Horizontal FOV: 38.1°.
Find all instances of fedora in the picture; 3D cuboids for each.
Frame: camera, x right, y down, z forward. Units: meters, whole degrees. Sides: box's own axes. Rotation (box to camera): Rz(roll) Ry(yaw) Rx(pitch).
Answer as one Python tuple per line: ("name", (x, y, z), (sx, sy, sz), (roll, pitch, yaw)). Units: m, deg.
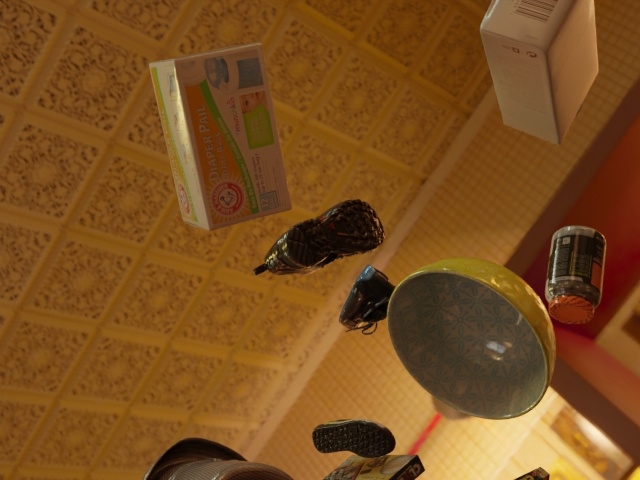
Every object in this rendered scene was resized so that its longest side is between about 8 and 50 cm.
("fedora", (-0.084, 0.336, 1.049), (0.124, 0.244, 0.275), (-24, -46, 31))

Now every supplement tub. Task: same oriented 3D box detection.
("supplement tub", (0.542, 0.074, 1.973), (0.117, 0.117, 0.190), (57, -139, -48))

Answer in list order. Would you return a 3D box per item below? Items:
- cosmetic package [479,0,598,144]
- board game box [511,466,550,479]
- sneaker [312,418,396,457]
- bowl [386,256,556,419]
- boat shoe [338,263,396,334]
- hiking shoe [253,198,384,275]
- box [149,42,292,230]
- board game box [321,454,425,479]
("cosmetic package", (0.257, -0.217, 1.070), (0.117, 0.085, 0.231), (-60, -24, -10))
("board game box", (0.329, 0.525, 1.601), (0.136, 0.030, 0.260), (-18, -61, -32))
("sneaker", (0.084, 0.426, 2.066), (0.097, 0.234, 0.084), (-13, -84, -47))
("bowl", (0.271, 0.135, 1.534), (0.156, 0.289, 0.289), (-40, -35, -43))
("boat shoe", (0.096, 0.140, 1.893), (0.109, 0.089, 0.258), (-55, -8, -17))
("hiking shoe", (0.000, 0.000, 1.379), (0.114, 0.086, 0.227), (-25, -8, 42))
("box", (-0.120, -0.124, 1.113), (0.114, 0.103, 0.203), (-17, -75, -23))
("board game box", (0.093, 0.531, 2.031), (0.165, 0.243, 0.042), (-31, -83, -35))
